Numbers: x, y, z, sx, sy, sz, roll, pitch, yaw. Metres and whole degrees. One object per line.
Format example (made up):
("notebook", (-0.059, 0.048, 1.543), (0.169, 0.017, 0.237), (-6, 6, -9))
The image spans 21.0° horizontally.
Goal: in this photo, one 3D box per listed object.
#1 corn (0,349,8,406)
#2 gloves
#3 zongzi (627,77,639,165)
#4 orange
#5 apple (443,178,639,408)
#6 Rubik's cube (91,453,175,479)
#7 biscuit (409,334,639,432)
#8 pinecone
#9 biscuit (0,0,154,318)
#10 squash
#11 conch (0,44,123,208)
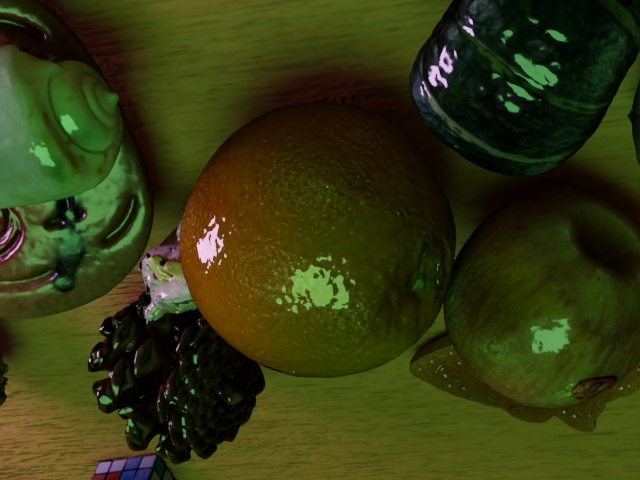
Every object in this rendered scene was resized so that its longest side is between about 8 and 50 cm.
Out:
("corn", (-0.520, 0.072, 1.974), (0.387, 0.144, 0.144), (43, 128, -18))
("gloves", (-0.130, 0.023, 1.808), (0.110, 0.144, 0.094), (-33, 102, 39))
("zongzi", (0.405, -0.171, 1.516), (0.247, 0.111, 0.241), (4, 125, 6))
("orange", (0.000, 0.000, 1.664), (0.274, 0.274, 0.274), (8, 132, 9))
("apple", (0.228, 0.055, 1.690), (0.211, 0.211, 0.188), (27, 132, -8))
("Rubik's cube", (-0.233, 0.334, 2.147), (0.092, 0.092, 0.092), (-10, 126, 24))
("biscuit", (0.234, 0.136, 1.874), (0.280, 0.043, 0.183), (0, 127, 22))
("pinecone", (-0.165, 0.141, 1.897), (0.207, 0.208, 0.208), (8, 132, 9))
("biscuit", (-0.345, -0.080, 1.774), (0.314, 0.063, 0.367), (-21, 112, 14))
("squash", (0.185, -0.177, 1.470), (0.165, 0.252, 0.252), (28, 133, 1))
("conch", (-0.310, -0.106, 1.670), (0.250, 0.137, 0.143), (-3, 136, 18))
